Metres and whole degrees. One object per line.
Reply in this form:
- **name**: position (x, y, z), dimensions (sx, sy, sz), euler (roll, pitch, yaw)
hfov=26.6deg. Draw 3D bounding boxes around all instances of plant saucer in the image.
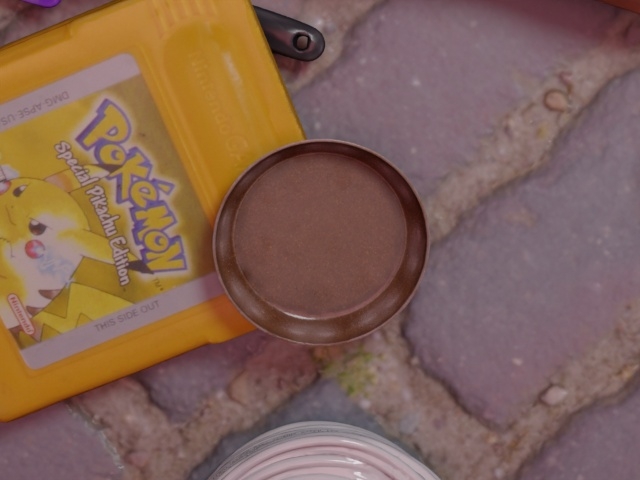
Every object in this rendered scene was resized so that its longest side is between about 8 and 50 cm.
- **plant saucer**: position (0.000, 0.000, 1.055), dimensions (0.168, 0.029, 0.168), euler (-1, 108, -4)

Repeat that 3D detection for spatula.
- **spatula**: position (-0.137, -0.199, 1.065), dimensions (0.296, 0.030, 0.084), euler (18, 98, -4)

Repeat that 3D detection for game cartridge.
- **game cartridge**: position (-0.165, -0.033, 1.071), dimensions (0.323, 0.053, 0.285), euler (-21, 108, 6)

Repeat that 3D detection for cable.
- **cable**: position (0.004, 0.278, 1.135), dimensions (0.257, 0.089, 0.257), euler (26, 99, -5)

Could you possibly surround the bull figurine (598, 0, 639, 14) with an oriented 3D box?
- **bull figurine**: position (0.154, -0.271, 1.020), dimensions (0.310, 0.101, 0.188), euler (16, 99, -4)
